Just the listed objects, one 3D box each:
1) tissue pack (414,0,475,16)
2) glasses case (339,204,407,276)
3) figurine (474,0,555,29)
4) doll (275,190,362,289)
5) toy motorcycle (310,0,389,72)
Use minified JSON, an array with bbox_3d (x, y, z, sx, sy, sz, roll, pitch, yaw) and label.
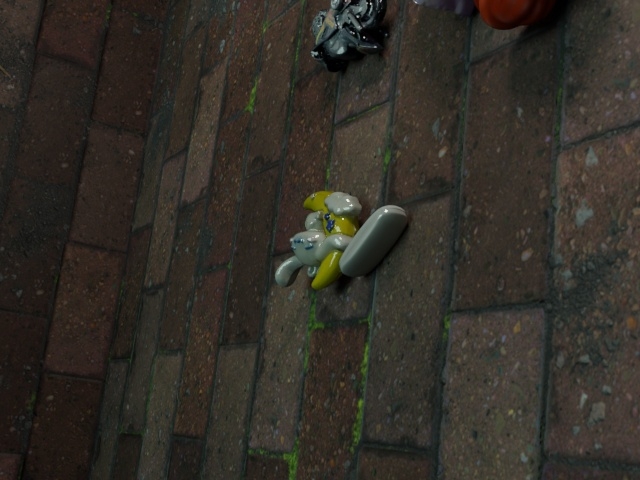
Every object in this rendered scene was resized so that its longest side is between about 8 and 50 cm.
[{"bbox_3d":[0.266,-0.653,1.645,0.242,0.160,0.338,-113,36,-46],"label":"tissue pack"},{"bbox_3d":[0.109,0.004,1.755,0.197,0.076,0.049,-55,37,33],"label":"glasses case"},{"bbox_3d":[0.367,-0.504,1.446,0.208,0.181,0.257,7,90,32],"label":"figurine"},{"bbox_3d":[0.000,0.000,1.913,0.252,0.111,0.238,4,82,51],"label":"doll"},{"bbox_3d":[0.063,-0.503,2.042,0.307,0.108,0.173,3,89,59],"label":"toy motorcycle"}]
